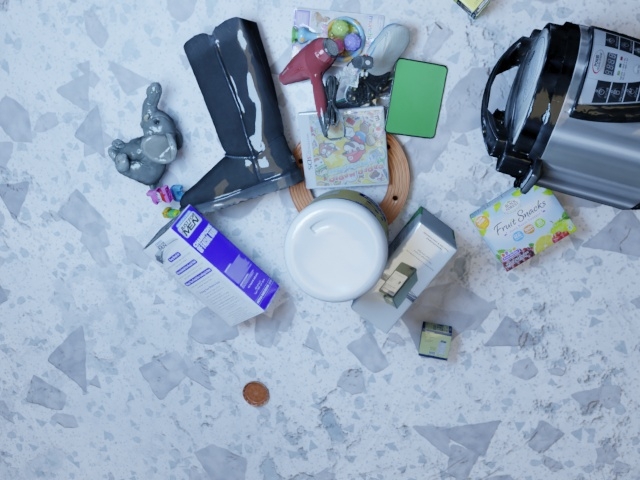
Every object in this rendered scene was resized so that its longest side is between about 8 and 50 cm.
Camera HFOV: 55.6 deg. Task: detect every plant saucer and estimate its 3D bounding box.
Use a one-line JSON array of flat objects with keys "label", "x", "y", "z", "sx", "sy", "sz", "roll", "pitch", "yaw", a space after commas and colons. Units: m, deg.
[{"label": "plant saucer", "x": -0.199, "y": 0.470, "z": 1.867, "sx": 0.083, "sy": 0.013, "sz": 0.084, "roll": 3, "pitch": 104, "yaw": 11}]

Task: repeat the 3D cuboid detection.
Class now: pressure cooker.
[{"label": "pressure cooker", "x": 0.572, "y": -0.280, "z": 1.360, "sx": 0.419, "sy": 0.370, "sz": 0.376, "roll": 17, "pitch": 116, "yaw": 7}]

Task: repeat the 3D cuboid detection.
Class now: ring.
[{"label": "ring", "x": 0.076, "y": -0.168, "z": 1.655, "sx": 0.336, "sy": 0.032, "sz": 0.337, "roll": 3, "pitch": 104, "yaw": 11}]

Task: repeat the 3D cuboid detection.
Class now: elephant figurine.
[{"label": "elephant figurine", "x": -0.449, "y": -0.273, "z": 1.660, "sx": 0.239, "sy": 0.186, "sz": 0.170, "roll": -37, "pitch": 62, "yaw": 17}]

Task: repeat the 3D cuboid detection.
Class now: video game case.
[{"label": "video game case", "x": 0.062, "y": -0.242, "z": 1.596, "sx": 0.226, "sy": 0.026, "sz": 0.207, "roll": -2, "pitch": 111, "yaw": 11}]

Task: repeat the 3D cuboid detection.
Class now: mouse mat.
[{"label": "mouse mat", "x": 0.244, "y": -0.360, "z": 1.551, "sx": 0.152, "sy": 0.007, "sz": 0.190, "roll": 3, "pitch": 105, "yaw": -22}]

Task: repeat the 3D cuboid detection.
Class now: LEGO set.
[{"label": "LEGO set", "x": -0.427, "y": -0.080, "z": 1.734, "sx": 0.093, "sy": 0.087, "sz": 0.227, "roll": 4, "pitch": 131, "yaw": 19}]

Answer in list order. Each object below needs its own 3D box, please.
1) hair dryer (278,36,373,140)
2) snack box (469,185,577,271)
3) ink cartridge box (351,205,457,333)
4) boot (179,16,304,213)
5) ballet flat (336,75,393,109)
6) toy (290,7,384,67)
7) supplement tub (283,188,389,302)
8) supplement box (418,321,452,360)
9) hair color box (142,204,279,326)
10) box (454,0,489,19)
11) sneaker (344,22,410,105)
[{"label": "hair dryer", "x": -0.012, "y": -0.394, "z": 1.518, "sx": 0.293, "sy": 0.080, "sz": 0.224, "roll": 37, "pitch": 107, "yaw": 44}, {"label": "snack box", "x": 0.523, "y": -0.048, "z": 1.578, "sx": 0.207, "sy": 0.070, "sz": 0.175, "roll": -34, "pitch": 95, "yaw": 15}, {"label": "ink cartridge box", "x": 0.218, "y": 0.073, "z": 1.593, "sx": 0.121, "sy": 0.211, "sz": 0.289, "roll": 37, "pitch": 108, "yaw": -1}, {"label": "boot", "x": -0.277, "y": -0.319, "z": 1.626, "sx": 0.366, "sy": 0.146, "sz": 0.446, "roll": -17, "pitch": 100, "yaw": 12}, {"label": "ballet flat", "x": 0.131, "y": -0.365, "z": 1.579, "sx": 0.203, "sy": 0.074, "sz": 0.074, "roll": -21, "pitch": 98, "yaw": 12}, {"label": "toy", "x": 0.037, "y": -0.520, "z": 1.565, "sx": 0.237, "sy": 0.056, "sz": 0.137, "roll": 8, "pitch": 106, "yaw": 9}, {"label": "supplement tub", "x": 0.050, "y": -0.001, "z": 1.504, "sx": 0.240, "sy": 0.331, "sz": 0.241, "roll": 1, "pitch": 101, "yaw": 7}, {"label": "supplement box", "x": 0.321, "y": 0.281, "z": 1.701, "sx": 0.083, "sy": 0.056, "sz": 0.083, "roll": 9, "pitch": 105, "yaw": 8}, {"label": "hair color box", "x": -0.300, "y": 0.077, "z": 1.672, "sx": 0.339, "sy": 0.110, "sz": 0.185, "roll": 43, "pitch": 139, "yaw": -17}, {"label": "box", "x": 0.310, "y": -0.638, "z": 1.470, "sx": 0.232, "sy": 0.087, "sz": 0.058, "roll": 42, "pitch": 107, "yaw": -2}, {"label": "sneaker", "x": 0.137, "y": -0.440, "z": 1.530, "sx": 0.085, "sy": 0.086, "sz": 0.237, "roll": 37, "pitch": 88, "yaw": -32}]
